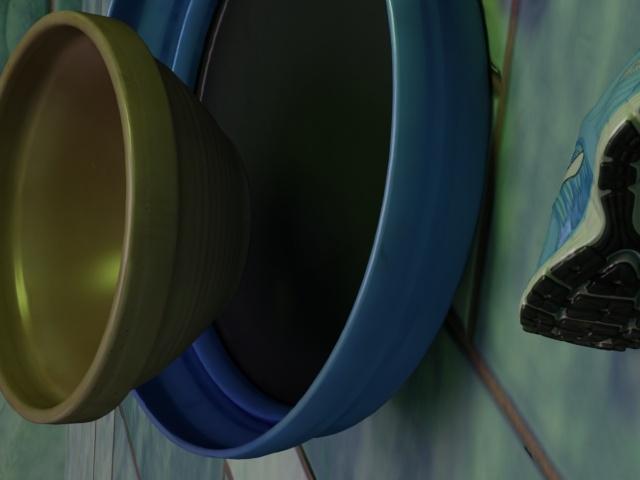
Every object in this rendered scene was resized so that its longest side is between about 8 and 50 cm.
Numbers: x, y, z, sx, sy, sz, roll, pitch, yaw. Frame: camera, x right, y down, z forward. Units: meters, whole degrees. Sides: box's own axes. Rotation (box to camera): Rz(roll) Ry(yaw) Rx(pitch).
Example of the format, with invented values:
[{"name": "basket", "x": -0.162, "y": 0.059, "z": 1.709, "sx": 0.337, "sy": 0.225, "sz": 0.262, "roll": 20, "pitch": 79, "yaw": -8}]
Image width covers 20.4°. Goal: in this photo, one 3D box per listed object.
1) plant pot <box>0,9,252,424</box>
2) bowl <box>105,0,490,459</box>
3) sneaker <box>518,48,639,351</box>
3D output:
[{"name": "plant pot", "x": -0.114, "y": -0.011, "z": 1.046, "sx": 0.237, "sy": 0.109, "sz": 0.237, "roll": -8, "pitch": 80, "yaw": 59}, {"name": "bowl", "x": -0.032, "y": -0.062, "z": 1.095, "sx": 0.391, "sy": 0.077, "sz": 0.391, "roll": -10, "pitch": 78, "yaw": 58}, {"name": "sneaker", "x": 0.129, "y": -0.017, "z": 0.740, "sx": 0.162, "sy": 0.063, "sz": 0.073, "roll": 110, "pitch": 172, "yaw": -45}]
